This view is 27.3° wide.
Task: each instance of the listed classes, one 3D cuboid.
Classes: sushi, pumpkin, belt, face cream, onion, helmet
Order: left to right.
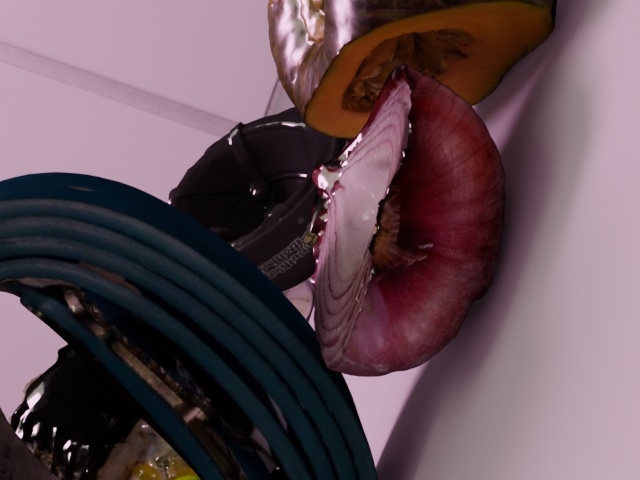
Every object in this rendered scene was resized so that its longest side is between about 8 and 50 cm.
[{"bbox_3d":[-0.147,0.144,1.023,0.300,0.436,0.173,-44,9,4],"label":"belt"},{"bbox_3d":[-0.220,0.292,1.686,0.328,0.285,0.329,-17,-53,-64],"label":"sushi"},{"bbox_3d":[-0.079,0.086,1.864,0.311,0.092,0.092,160,128,-79],"label":"face cream"},{"bbox_3d":[-0.053,-0.035,1.655,0.278,0.160,0.230,-31,38,2],"label":"helmet"},{"bbox_3d":[0.066,-0.019,1.013,0.283,0.120,0.227,-119,46,-71],"label":"onion"},{"bbox_3d":[0.087,-0.194,1.070,0.317,0.221,0.139,125,134,-67],"label":"pumpkin"}]

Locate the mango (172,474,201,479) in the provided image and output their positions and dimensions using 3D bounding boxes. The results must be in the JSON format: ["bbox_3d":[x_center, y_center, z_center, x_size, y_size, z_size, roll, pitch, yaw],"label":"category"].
[{"bbox_3d":[-0.154,0.420,1.388,0.192,0.156,0.343,132,154,-73],"label":"mango"}]
